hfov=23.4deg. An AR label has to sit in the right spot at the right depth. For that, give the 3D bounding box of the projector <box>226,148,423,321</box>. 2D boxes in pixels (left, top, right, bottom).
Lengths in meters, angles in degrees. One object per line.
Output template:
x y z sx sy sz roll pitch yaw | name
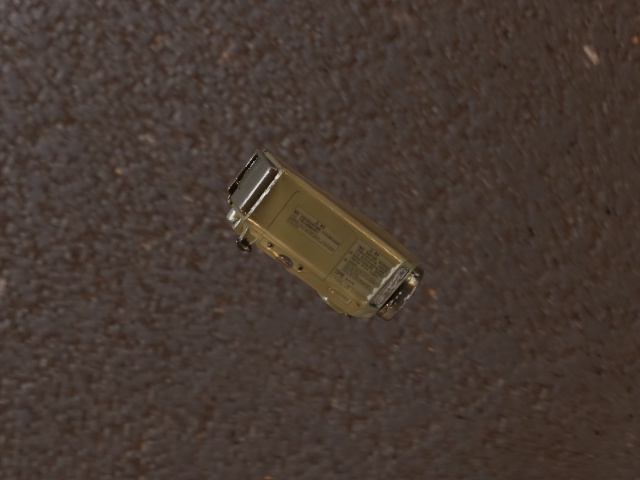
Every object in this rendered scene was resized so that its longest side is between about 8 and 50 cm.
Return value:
0.000 0.000 1.457 0.194 0.269 0.088 36 92 -8 | projector
